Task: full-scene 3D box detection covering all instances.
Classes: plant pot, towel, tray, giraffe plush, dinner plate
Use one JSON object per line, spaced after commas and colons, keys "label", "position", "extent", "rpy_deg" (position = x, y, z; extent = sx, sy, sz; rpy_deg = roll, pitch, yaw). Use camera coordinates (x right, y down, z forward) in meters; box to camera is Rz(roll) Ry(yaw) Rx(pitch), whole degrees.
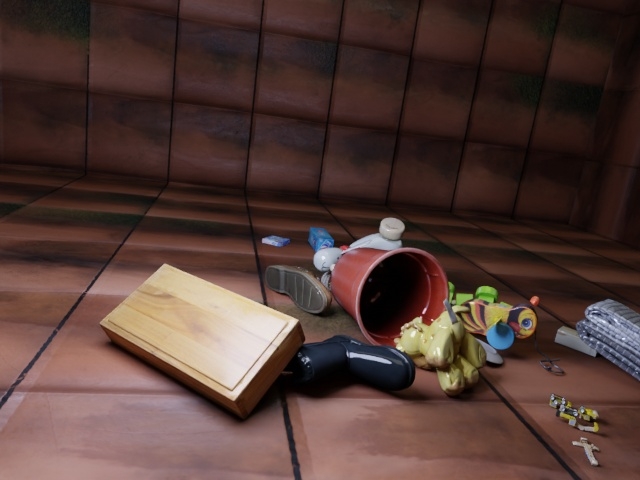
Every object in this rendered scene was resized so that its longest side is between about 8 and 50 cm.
{"label": "plant pot", "position": [0.165, 0.135, 1.386], "extent": [0.272, 0.272, 0.265], "rpy_deg": [2, 7, -22]}
{"label": "towel", "position": [0.855, 0.281, 1.347], "extent": [0.235, 0.121, 0.283], "rpy_deg": [4, 28, -49]}
{"label": "tray", "position": [-0.257, 0.191, 1.060], "extent": [0.410, 0.076, 0.203], "rpy_deg": [16, 49, 32]}
{"label": "giraffe plush", "position": [0.262, 0.249, 1.181], "extent": [0.181, 0.210, 0.170], "rpy_deg": [-10, -7, -43]}
{"label": "dinner plate", "position": [0.418, 0.281, 1.323], "extent": [0.141, 0.017, 0.141], "rpy_deg": [22, 9, -4]}

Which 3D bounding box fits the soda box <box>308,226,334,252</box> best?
{"label": "soda box", "position": [0.000, 0.000, 2.184], "extent": [0.071, 0.067, 0.210], "rpy_deg": [5, 14, -12]}

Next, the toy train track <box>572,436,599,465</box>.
{"label": "toy train track", "position": [0.518, 0.403, 0.965], "extent": [0.048, 0.014, 0.083], "rpy_deg": [11, 15, 12]}

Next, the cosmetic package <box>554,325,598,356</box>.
{"label": "cosmetic package", "position": [0.760, 0.295, 1.473], "extent": [0.115, 0.041, 0.060], "rpy_deg": [19, 17, 37]}

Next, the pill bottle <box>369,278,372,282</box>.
{"label": "pill bottle", "position": [0.198, 0.104, 1.792], "extent": [0.108, 0.108, 0.193], "rpy_deg": [-6, 19, -45]}

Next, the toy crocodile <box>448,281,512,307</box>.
{"label": "toy crocodile", "position": [0.433, 0.205, 1.540], "extent": [0.340, 0.105, 0.115], "rpy_deg": [8, 48, 20]}

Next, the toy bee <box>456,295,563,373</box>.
{"label": "toy bee", "position": [0.516, 0.211, 1.351], "extent": [0.298, 0.162, 0.195], "rpy_deg": [17, 12, 3]}

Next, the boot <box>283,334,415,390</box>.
{"label": "boot", "position": [0.046, 0.270, 1.059], "extent": [0.246, 0.094, 0.207], "rpy_deg": [13, 10, 43]}

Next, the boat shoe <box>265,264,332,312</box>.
{"label": "boat shoe", "position": [-0.049, 0.132, 1.534], "extent": [0.104, 0.111, 0.307], "rpy_deg": [-4, 18, -37]}

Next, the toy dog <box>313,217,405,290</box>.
{"label": "toy dog", "position": [0.157, 0.059, 1.597], "extent": [0.333, 0.220, 0.161], "rpy_deg": [-32, 46, -15]}

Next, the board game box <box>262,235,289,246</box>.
{"label": "board game box", "position": [-0.192, 0.002, 2.168], "extent": [0.090, 0.020, 0.090], "rpy_deg": [12, 14, 20]}

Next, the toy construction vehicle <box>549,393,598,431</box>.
{"label": "toy construction vehicle", "position": [0.542, 0.372, 1.076], "extent": [0.098, 0.035, 0.086], "rpy_deg": [17, 5, 24]}
